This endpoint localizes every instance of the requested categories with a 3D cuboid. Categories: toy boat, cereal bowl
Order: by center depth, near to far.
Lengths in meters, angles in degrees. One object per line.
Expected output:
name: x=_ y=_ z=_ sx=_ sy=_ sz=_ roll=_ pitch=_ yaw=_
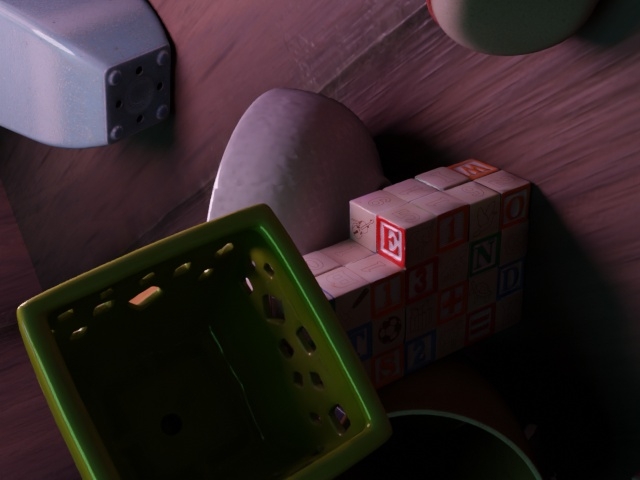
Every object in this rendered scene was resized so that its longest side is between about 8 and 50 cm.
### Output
toy boat: x=0.169 y=-0.279 z=0.788 sx=0.151 sy=0.150 sz=0.231 roll=-97 pitch=14 yaw=-47
cereal bowl: x=0.000 y=0.000 z=1.056 sx=0.141 sy=0.339 sz=0.339 roll=8 pitch=119 yaw=20

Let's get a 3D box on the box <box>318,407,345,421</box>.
box: x=0.014 y=0.243 z=1.278 sx=0.247 sy=0.163 sz=0.142 roll=33 pitch=137 yaw=46

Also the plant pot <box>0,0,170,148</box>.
plant pot: x=-0.391 y=-0.292 z=1.560 sx=0.252 sy=0.248 sz=0.247 roll=31 pitch=134 yaw=25

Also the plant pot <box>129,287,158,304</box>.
plant pot: x=-0.202 y=0.156 z=1.494 sx=0.203 sy=0.290 sz=0.291 roll=-128 pitch=31 yaw=-58

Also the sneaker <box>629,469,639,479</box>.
sneaker: x=0.319 y=0.370 z=0.913 sx=0.120 sy=0.112 sz=0.299 roll=11 pitch=116 yaw=56

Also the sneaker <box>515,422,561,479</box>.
sneaker: x=0.258 y=0.280 z=1.032 sx=0.064 sy=0.061 sz=0.158 roll=-3 pitch=101 yaw=27

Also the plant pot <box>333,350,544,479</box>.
plant pot: x=0.119 y=0.222 z=1.001 sx=0.254 sy=0.237 sz=0.237 roll=-69 pitch=-26 yaw=-68

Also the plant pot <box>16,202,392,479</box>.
plant pot: x=-0.112 y=0.136 z=0.783 sx=0.227 sy=0.228 sz=0.207 roll=61 pitch=153 yaw=11

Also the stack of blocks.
stack of blocks: x=0.074 y=0.043 z=0.934 sx=0.087 sy=0.297 sz=0.171 roll=32 pitch=134 yaw=47
